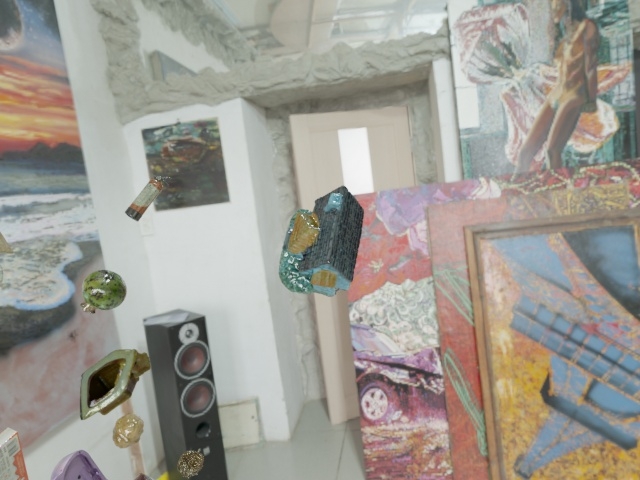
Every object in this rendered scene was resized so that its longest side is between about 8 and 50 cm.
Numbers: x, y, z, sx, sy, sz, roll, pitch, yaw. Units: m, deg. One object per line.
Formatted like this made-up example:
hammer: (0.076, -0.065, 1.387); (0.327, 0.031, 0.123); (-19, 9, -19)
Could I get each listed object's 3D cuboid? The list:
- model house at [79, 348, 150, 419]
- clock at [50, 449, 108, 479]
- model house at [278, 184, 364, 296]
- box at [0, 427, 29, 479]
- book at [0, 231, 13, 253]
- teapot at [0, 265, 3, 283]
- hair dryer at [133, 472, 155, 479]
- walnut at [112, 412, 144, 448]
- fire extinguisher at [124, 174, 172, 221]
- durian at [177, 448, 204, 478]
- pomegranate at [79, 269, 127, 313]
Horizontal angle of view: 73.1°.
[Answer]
model house: (-0.775, 0.549, 1.680); (0.267, 0.173, 0.239); (-32, -22, -8)
clock: (-0.587, 0.596, 1.041); (0.050, 0.153, 0.110); (-22, 13, 23)
model house: (0.000, 0.000, 1.197); (0.225, 0.262, 0.241); (10, -21, 1)
box: (-1.053, 0.777, 1.339); (0.048, 0.274, 0.265); (16, 26, 12)
book: (-1.111, -0.031, 1.444); (0.012, 0.172, 0.118); (-33, -2, -4)
teapot: (-0.650, 0.057, 0.819); (0.064, 0.084, 0.064); (-6, -6, 21)
hair dryer: (-0.324, 0.613, 0.690); (0.340, 0.123, 0.312); (34, 66, 28)
walnut: (-0.524, 0.519, 1.179); (0.079, 0.082, 0.096); (-45, 22, -8)
fire extinguisher: (-0.543, -0.142, 1.368); (0.062, 0.177, 0.050); (29, -19, 5)
durian: (-0.407, 0.699, 1.362); (0.080, 0.080, 0.091); (-3, 43, 36)
pomegranate: (-0.634, 0.155, 1.243); (0.161, 0.122, 0.122); (-42, 1, 10)
